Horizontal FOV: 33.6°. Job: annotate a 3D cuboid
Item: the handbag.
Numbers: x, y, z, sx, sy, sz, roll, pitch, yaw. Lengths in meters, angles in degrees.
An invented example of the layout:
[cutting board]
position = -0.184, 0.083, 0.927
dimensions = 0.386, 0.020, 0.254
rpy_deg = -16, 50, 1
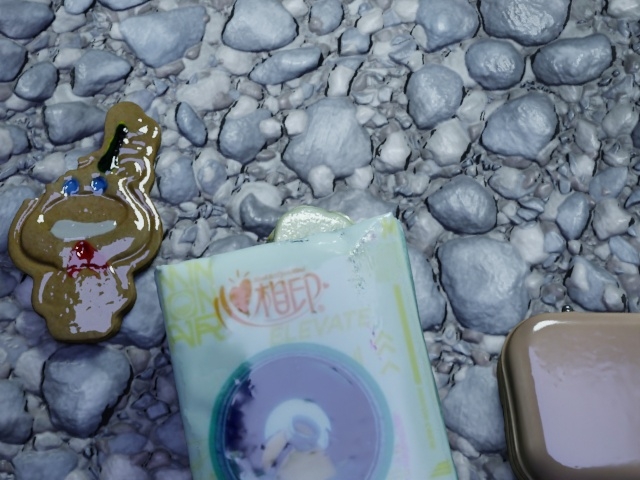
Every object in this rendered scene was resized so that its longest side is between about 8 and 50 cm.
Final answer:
[handbag]
position = 0.358, 0.220, 1.208
dimensions = 0.301, 0.149, 0.283
rpy_deg = 0, 70, -3

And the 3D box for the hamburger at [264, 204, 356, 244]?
[hamburger]
position = 0.000, 0.001, 1.324
dimensions = 0.121, 0.054, 0.084
rpy_deg = 29, 70, 6

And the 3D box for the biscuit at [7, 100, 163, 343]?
[biscuit]
position = -0.283, -0.029, 1.334
dimensions = 0.183, 0.047, 0.320
rpy_deg = 23, 72, 3

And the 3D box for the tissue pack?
[tissue pack]
position = -0.006, 0.191, 1.184
dimensions = 0.287, 0.162, 0.388
rpy_deg = -12, 80, 1
